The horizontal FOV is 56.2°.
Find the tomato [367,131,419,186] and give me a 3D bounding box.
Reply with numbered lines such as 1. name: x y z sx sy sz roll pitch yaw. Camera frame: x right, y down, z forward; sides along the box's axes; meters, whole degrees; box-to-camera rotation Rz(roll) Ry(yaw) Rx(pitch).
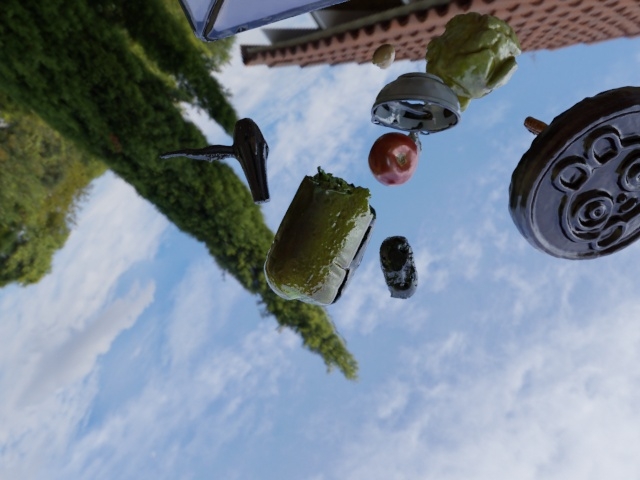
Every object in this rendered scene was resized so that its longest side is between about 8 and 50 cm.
1. tomato: 0.254 -0.286 2.118 0.195 0.195 0.136 -48 -158 -16

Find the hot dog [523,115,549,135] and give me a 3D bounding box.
1. hot dog: 0.772 -0.391 2.108 0.038 0.062 0.144 -33 -136 -10

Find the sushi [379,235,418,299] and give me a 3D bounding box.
1. sushi: 0.276 0.094 2.119 0.124 0.225 0.127 -11 -172 9

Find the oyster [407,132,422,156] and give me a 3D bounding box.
1. oyster: 0.375 -0.380 2.429 0.064 0.125 0.177 -8 -133 29

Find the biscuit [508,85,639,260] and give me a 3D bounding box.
1. biscuit: 0.598 -0.120 1.256 0.407 0.407 0.091 -32 -142 14

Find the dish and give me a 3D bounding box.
1. dish: 0.292 -0.424 1.811 0.303 0.303 0.120 -1 -102 51

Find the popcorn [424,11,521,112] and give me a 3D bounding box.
1. popcorn: 0.477 -0.586 1.972 0.292 0.293 0.334 -36 169 -44

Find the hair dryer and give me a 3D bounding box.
1. hair dryer: -0.334 -0.247 1.932 0.359 0.304 0.120 -5 164 -18

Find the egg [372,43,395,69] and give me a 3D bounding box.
1. egg: 0.235 -0.685 2.225 0.080 0.080 0.096 -93 -159 -58

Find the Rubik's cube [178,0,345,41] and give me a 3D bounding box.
1. Rubik's cube: -0.098 -0.548 0.942 0.305 0.310 0.307 -11 -134 14

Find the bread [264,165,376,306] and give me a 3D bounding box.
1. bread: 0.000 0.000 1.662 0.377 0.251 0.208 -64 173 1
